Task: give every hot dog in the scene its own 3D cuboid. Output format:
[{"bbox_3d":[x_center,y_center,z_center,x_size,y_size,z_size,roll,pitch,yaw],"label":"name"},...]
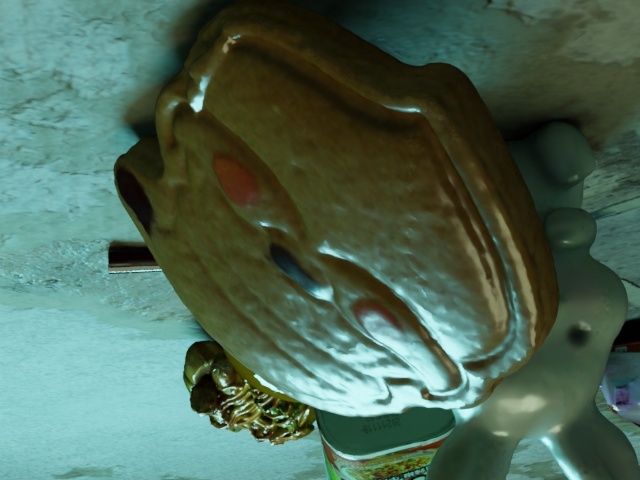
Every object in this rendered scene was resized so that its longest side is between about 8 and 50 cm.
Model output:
[{"bbox_3d":[-0.091,0.223,1.670,0.158,0.117,0.349,-9,159,5],"label":"hot dog"}]

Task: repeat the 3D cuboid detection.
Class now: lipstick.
[{"bbox_3d":[-0.147,0.023,1.318,0.176,0.027,0.027,-1,158,-11],"label":"lipstick"}]

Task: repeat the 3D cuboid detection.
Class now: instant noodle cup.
[{"bbox_3d":[0.110,0.240,1.624,0.293,0.294,0.308,-7,150,8],"label":"instant noodle cup"}]

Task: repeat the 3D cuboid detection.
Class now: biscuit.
[{"bbox_3d":[-0.001,0.001,0.933,0.350,0.078,0.455,44,147,-2],"label":"biscuit"}]

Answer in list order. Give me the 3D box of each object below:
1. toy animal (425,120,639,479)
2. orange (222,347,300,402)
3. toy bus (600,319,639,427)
[{"bbox_3d":[0.174,0.082,1.091,0.196,0.368,0.241,-7,147,1],"label":"toy animal"},{"bbox_3d":[-0.017,0.078,1.263,0.206,0.206,0.206,-4,159,-1],"label":"orange"},{"bbox_3d":[0.524,0.210,1.768,0.127,0.147,0.302,-12,157,34],"label":"toy bus"}]
